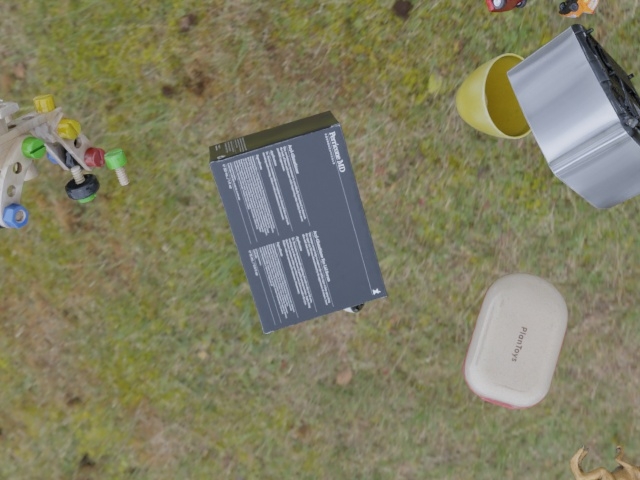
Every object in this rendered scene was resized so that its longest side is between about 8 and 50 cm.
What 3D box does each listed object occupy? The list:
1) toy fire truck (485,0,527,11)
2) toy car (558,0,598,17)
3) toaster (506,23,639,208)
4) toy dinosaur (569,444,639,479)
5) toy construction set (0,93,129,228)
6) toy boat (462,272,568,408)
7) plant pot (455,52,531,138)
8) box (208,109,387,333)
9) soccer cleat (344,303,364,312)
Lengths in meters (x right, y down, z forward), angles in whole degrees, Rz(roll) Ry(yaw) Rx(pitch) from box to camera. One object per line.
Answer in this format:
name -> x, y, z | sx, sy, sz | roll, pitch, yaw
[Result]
toy fire truck -> 0.261, -0.377, 1.255 | 0.192, 0.047, 0.135 | -25, 79, 54
toy car -> 0.362, -0.315, 1.322 | 0.040, 0.122, 0.060 | 32, 76, -21
toaster -> 0.316, -0.143, 1.192 | 0.110, 0.186, 0.168 | -33, 58, 24
toy dinosaur -> 0.365, 0.324, 1.321 | 0.112, 0.211, 0.064 | 43, 153, 26
toy construction set -> -0.527, -0.189, 1.778 | 0.257, 0.309, 0.237 | -29, 121, -20
toy boat -> 0.330, 0.170, 1.765 | 0.151, 0.151, 0.231 | 19, 83, 0
plant pot -> 0.274, -0.226, 1.647 | 0.095, 0.134, 0.134 | -2, 117, 53
box -> -0.031, -0.026, 1.435 | 0.184, 0.103, 0.261 | -16, 110, 0
soccer cleat -> 0.000, 0.000, 1.845 | 0.116, 0.108, 0.318 | 6, 133, 28
